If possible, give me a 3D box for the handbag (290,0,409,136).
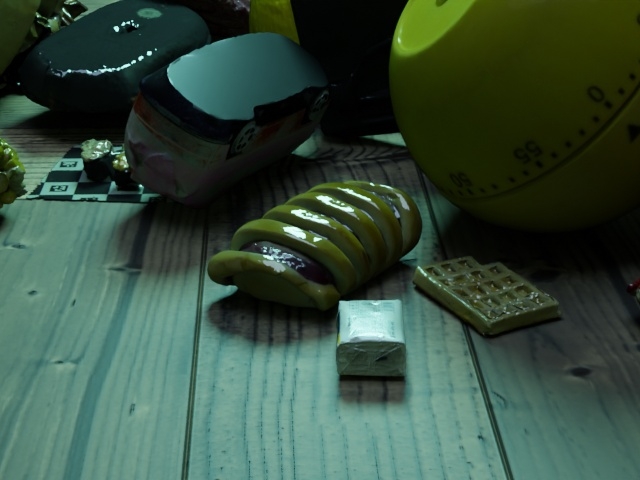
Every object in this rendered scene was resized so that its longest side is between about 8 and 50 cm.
[{"bbox_3d":[0.097,-0.250,1.695,0.275,0.244,0.088,-6,19,23],"label":"handbag"}]

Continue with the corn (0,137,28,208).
[{"bbox_3d":[-0.446,-0.103,1.598,0.101,0.101,0.292,-20,32,-37],"label":"corn"}]

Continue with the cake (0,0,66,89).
[{"bbox_3d":[-0.461,-0.331,1.927,0.332,0.332,0.321,25,4,43],"label":"cake"}]

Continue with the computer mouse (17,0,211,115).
[{"bbox_3d":[-0.270,-0.234,1.871,0.183,0.116,0.323,13,31,23],"label":"computer mouse"}]

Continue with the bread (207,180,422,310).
[{"bbox_3d":[0.000,0.000,1.382,0.134,0.081,0.225,17,29,31],"label":"bread"}]

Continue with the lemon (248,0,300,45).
[{"bbox_3d":[0.022,-0.306,1.892,0.228,0.228,0.253,-14,34,-29],"label":"lemon"}]

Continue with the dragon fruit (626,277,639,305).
[{"bbox_3d":[0.406,-0.004,1.251,0.268,0.210,0.205,-35,-4,11],"label":"dragon fruit"}]

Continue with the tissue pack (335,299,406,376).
[{"bbox_3d":[0.044,0.086,1.234,0.062,0.042,0.083,1,24,-1],"label":"tissue pack"}]

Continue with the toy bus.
[{"bbox_3d":[-0.106,-0.143,1.598,0.127,0.147,0.303,37,32,12],"label":"toy bus"}]

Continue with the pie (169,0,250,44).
[{"bbox_3d":[-0.192,-0.339,2.044,0.204,0.054,0.218,15,-17,-8],"label":"pie"}]

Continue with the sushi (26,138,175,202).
[{"bbox_3d":[-0.223,-0.099,1.657,0.210,0.040,0.192,3,24,7],"label":"sushi"}]

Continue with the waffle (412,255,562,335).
[{"bbox_3d":[0.159,0.051,1.342,0.092,0.021,0.135,-14,28,-24],"label":"waffle"}]

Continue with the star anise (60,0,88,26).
[{"bbox_3d":[-0.427,-0.347,2.189,0.234,0.073,0.177,8,33,1],"label":"star anise"}]

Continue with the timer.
[{"bbox_3d":[0.272,-0.155,1.476,0.387,0.376,0.376,37,12,-23],"label":"timer"}]
